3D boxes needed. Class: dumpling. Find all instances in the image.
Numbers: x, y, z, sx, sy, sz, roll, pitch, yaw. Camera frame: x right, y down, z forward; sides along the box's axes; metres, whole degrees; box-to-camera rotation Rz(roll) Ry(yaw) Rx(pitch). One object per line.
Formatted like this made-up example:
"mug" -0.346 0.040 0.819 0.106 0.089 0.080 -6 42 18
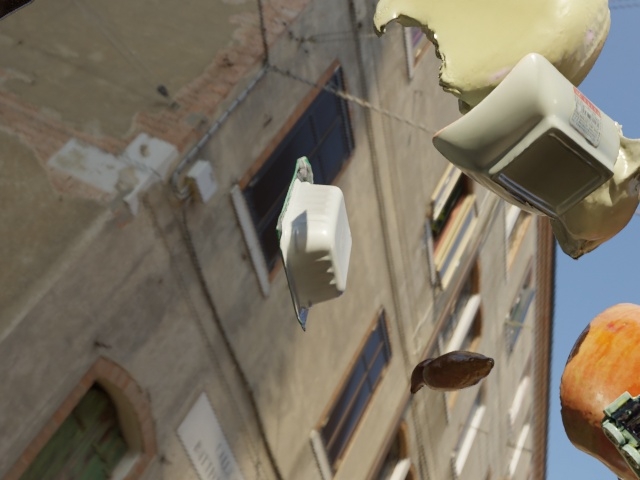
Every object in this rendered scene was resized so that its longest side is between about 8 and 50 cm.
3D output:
"dumpling" 0.367 -0.073 1.062 0.118 0.136 0.199 8 -49 -28

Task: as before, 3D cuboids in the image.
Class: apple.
"apple" 0.496 0.237 1.100 0.293 0.251 0.163 43 -20 -23

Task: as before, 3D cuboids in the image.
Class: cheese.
"cheese" 0.202 -0.257 0.948 0.233 0.266 0.127 -33 -35 7

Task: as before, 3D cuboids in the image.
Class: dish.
"dish" 0.248 -0.096 0.885 0.151 0.077 0.212 -40 -42 25

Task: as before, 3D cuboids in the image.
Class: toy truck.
"toy truck" 0.412 0.266 0.953 0.169 0.077 0.100 50 -6 23

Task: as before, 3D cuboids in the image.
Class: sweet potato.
"sweet potato" 0.166 0.174 1.040 0.058 0.055 0.202 23 -19 -12

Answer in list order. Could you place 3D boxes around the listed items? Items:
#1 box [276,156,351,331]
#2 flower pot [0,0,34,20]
"box" 0.000 0.000 1.704 0.106 0.337 0.264 -7 -60 11
"flower pot" -0.251 -0.224 0.462 0.179 0.084 0.251 13 -53 50
